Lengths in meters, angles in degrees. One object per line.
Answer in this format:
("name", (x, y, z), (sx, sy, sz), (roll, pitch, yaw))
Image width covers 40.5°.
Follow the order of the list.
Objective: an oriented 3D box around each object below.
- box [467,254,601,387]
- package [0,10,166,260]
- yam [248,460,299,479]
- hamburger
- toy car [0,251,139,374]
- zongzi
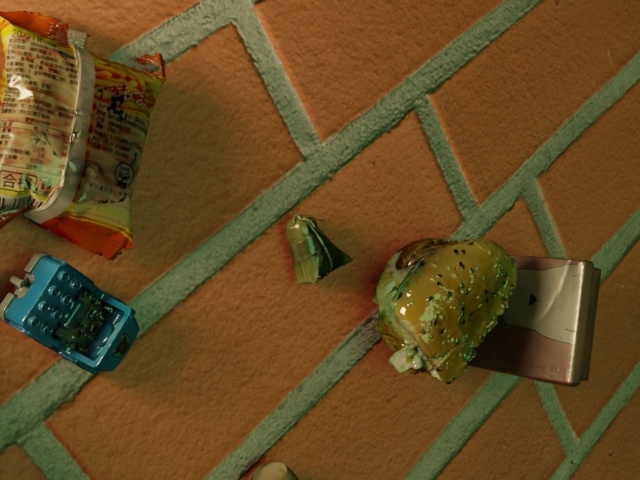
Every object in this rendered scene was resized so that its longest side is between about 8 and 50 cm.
("box", (0.374, 0.136, 1.528), (0.086, 0.215, 0.215), (12, 85, -48))
("package", (-0.298, -0.124, 1.056), (0.223, 0.108, 0.288), (13, 83, -39))
("yam", (0.010, 0.458, 1.354), (0.081, 0.081, 0.357), (-52, 123, -23))
("hamburger", (0.190, 0.089, 1.408), (0.288, 0.167, 0.192), (-51, 123, -23))
("toy car", (-0.293, 0.099, 1.062), (0.097, 0.100, 0.191), (-60, 140, -15))
("zongzi", (0.000, 0.000, 1.332), (0.119, 0.055, 0.109), (-27, 108, -46))
